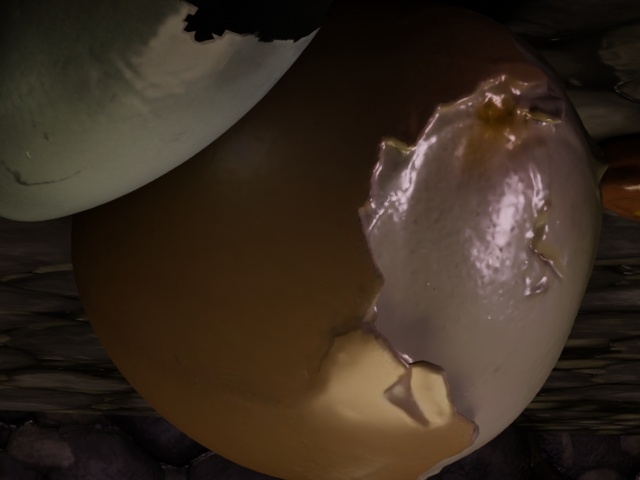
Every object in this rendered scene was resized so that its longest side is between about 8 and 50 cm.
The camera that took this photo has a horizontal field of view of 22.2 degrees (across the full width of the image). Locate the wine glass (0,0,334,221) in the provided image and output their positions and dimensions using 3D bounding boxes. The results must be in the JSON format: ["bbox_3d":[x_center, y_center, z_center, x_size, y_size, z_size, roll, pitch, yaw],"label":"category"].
[{"bbox_3d":[-0.185,-0.073,0.575,0.264,0.096,0.309,35,134,-20],"label":"wine glass"}]

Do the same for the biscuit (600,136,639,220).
[{"bbox_3d":[0.320,-0.031,0.901,0.334,0.047,0.202,4,167,-20],"label":"biscuit"}]

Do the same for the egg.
[{"bbox_3d":[0.000,0.000,0.681,0.244,0.201,0.201,1,171,40],"label":"egg"}]
